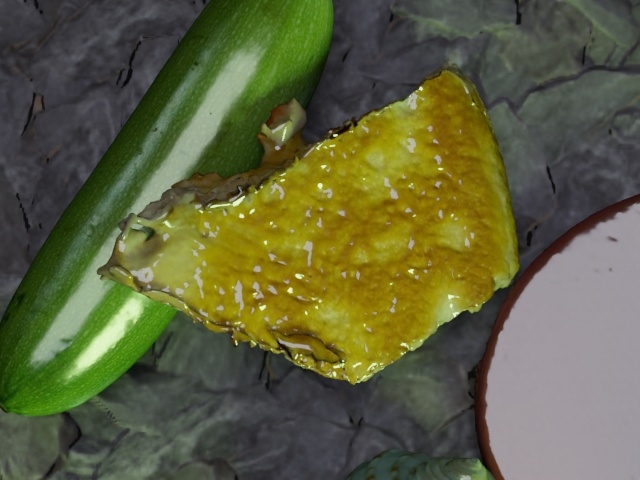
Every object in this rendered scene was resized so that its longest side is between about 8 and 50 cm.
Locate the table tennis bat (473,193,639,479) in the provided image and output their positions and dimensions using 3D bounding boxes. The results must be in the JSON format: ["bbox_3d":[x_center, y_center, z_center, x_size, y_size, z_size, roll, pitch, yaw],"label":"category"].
[{"bbox_3d":[0.299,0.069,1.118,0.415,0.051,0.268,-30,79,2],"label":"table tennis bat"}]

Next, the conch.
[{"bbox_3d":[0.054,0.201,1.098,0.135,0.102,0.153,39,90,26],"label":"conch"}]

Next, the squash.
[{"bbox_3d":[-0.097,-0.045,1.152,0.107,0.107,0.395,31,83,11],"label":"squash"}]

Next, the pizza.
[{"bbox_3d":[0.000,0.000,1.106,0.297,0.071,0.189,-24,94,-26],"label":"pizza"}]
